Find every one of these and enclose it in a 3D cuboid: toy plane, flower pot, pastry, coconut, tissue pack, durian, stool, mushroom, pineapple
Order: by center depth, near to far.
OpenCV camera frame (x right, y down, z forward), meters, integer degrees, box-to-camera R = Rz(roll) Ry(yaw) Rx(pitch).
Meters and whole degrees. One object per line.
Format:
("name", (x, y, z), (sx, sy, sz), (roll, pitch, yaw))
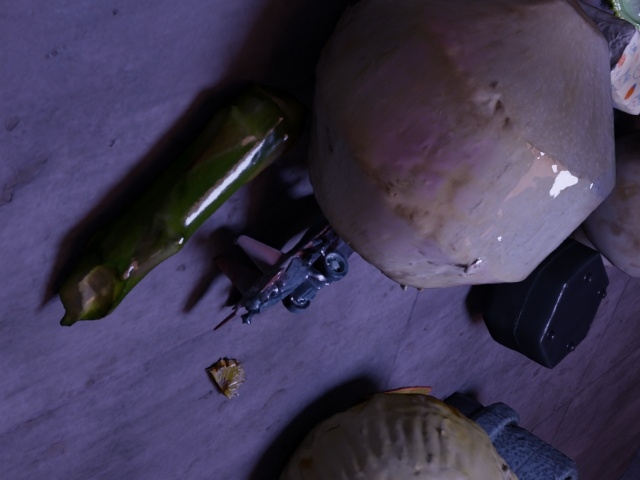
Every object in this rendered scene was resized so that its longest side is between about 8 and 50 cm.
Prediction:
("coconut", (0.154, -0.131, 1.195), (0.352, 0.352, 0.352), (-37, 148, -28))
("toy plane", (0.004, 0.006, 1.358), (0.326, 0.104, 0.223), (-28, 170, -44))
("pineapple", (-0.119, 0.177, 1.455), (0.045, 0.019, 0.083), (-40, 147, -17))
("tissue pack", (0.395, -0.266, 1.592), (0.092, 0.148, 0.196), (-60, 152, 5))
("durian", (0.483, -0.372, 1.655), (0.086, 0.100, 0.215), (-30, 138, -31))
("pastry", (0.122, 0.414, 1.755), (0.312, 0.388, 0.388), (-96, -153, -64))
("stool", (0.399, 0.100, 1.955), (0.232, 0.141, 0.232), (-32, 136, -36))
("mushroom", (0.606, -0.051, 2.055), (0.297, 0.297, 0.290), (-40, 177, -23))
("flower pot", (0.319, 0.478, 2.191), (0.299, 0.283, 0.299), (-41, 152, -27))

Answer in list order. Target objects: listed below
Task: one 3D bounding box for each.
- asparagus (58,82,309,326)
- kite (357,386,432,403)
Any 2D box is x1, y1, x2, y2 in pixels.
("asparagus", (-0.140, -0.042, 1.119), (0.343, 0.082, 0.085), (-44, -173, -15))
("kite", (0.076, 0.362, 1.970), (0.377, 0.013, 0.327), (-38, 148, -24))
